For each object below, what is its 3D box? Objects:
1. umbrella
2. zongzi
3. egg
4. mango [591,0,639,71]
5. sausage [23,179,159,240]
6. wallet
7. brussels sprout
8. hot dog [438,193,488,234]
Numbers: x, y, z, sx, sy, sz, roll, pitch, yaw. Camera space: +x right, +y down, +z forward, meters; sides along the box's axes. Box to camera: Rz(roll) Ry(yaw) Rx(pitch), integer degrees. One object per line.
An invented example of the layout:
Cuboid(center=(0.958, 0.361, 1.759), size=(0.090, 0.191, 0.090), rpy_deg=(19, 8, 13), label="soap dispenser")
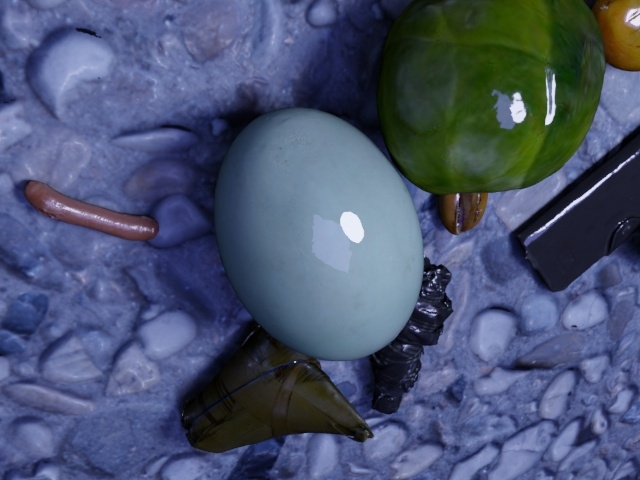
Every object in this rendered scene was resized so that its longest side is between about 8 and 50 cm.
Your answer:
Cuboid(center=(0.155, 0.168, 1.195), size=(0.155, 0.128, 0.336), rpy_deg=(-7, 126, -1), label="umbrella")
Cuboid(center=(-0.078, 0.295, 1.061), size=(0.260, 0.289, 0.123), rpy_deg=(-48, 137, 6), label="zongzi")
Cuboid(center=(0.000, 0.000, 0.938), size=(0.276, 0.276, 0.388), rpy_deg=(-28, 120, -6), label="egg")
Cuboid(center=(0.524, -0.336, 1.075), size=(0.254, 0.113, 0.138), rpy_deg=(1, 113, -31), label="mango")
Cuboid(center=(-0.314, -0.036, 0.932), size=(0.186, 0.043, 0.043), rpy_deg=(19, 108, -29), label="sausage")
Cuboid(center=(0.541, -0.062, 1.265), size=(0.378, 0.051, 0.197), rpy_deg=(-39, 127, 3), label="wallet")
Cuboid(center=(0.241, -0.206, 0.924), size=(0.355, 0.282, 0.289), rpy_deg=(6, 80, -51), label="brussels sprout")
Cuboid(center=(0.244, -0.074, 1.130), size=(0.090, 0.060, 0.140), rpy_deg=(-5, 115, -25), label="hot dog")
